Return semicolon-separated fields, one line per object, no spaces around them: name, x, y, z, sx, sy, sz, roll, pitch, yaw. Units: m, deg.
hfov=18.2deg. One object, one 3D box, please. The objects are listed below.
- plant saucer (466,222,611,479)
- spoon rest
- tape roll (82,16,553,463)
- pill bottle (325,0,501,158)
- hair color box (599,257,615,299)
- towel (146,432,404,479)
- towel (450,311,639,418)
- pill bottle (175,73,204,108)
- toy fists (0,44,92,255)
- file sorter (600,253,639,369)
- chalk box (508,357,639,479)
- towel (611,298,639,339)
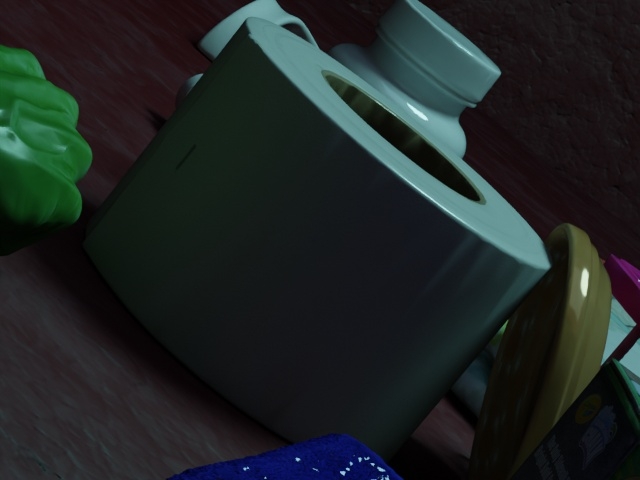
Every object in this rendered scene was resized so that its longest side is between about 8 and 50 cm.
plant saucer;0.139;0.089;1.252;0.037;0.200;0.200;17;14;-4
spoon rest;-0.042;-0.210;2.142;0.137;0.084;0.276;41;12;11
tape roll;0.000;0.000;1.237;0.246;0.169;0.246;38;11;-9
pill bottle;0.025;-0.061;1.412;0.124;0.221;0.124;38;11;-9
hair color box;0.275;0.046;2.172;0.043;0.072;0.141;48;14;34
towel;0.061;0.204;0.870;0.308;0.076;0.227;42;11;16
towel;0.160;0.075;1.673;0.320;0.090;0.374;20;22;-50
pill bottle;-0.078;-0.089;1.599;0.065;0.065;0.116;31;14;-34
toy fists;-0.231;-0.100;1.095;0.142;0.096;0.279;6;35;-53
file sorter;0.251;0.180;1.293;0.202;0.182;0.291;33;12;-21
chalk box;0.175;0.159;1.051;0.132;0.213;0.132;37;12;-9
towel;0.355;0.163;2.015;0.312;0.056;0.324;44;12;26
